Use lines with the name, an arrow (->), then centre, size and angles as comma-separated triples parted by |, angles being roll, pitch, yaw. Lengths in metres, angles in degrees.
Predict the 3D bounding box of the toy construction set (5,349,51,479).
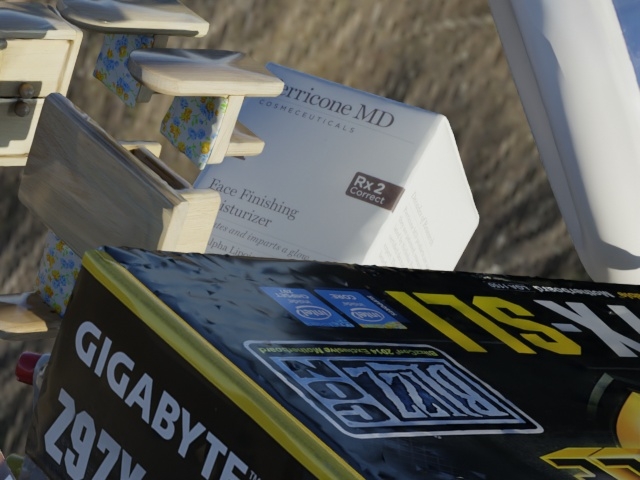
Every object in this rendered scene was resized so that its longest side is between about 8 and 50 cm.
toy construction set -> -0.320, 0.274, 1.996 | 0.309, 0.237, 0.257 | -4, 57, 4

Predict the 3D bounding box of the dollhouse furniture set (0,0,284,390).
dollhouse furniture set -> -0.176, -0.048, 1.129 | 0.161, 0.212, 0.242 | -4, 32, -43

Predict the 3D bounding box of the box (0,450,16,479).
box -> -0.369, 0.302, 1.733 | 0.203, 0.168, 0.167 | -8, 27, 38

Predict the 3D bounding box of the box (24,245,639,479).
box -> 0.108, 0.097, 0.590 | 0.322, 0.079, 0.257 | 5, 21, -42

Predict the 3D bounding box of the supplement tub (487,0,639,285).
supplement tub -> 0.241, -0.129, 0.840 | 0.325, 0.235, 0.235 | -19, 35, 5

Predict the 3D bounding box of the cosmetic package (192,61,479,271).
cosmetic package -> 0.000, 0.000, 1.381 | 0.151, 0.151, 0.184 | 19, 68, 24
